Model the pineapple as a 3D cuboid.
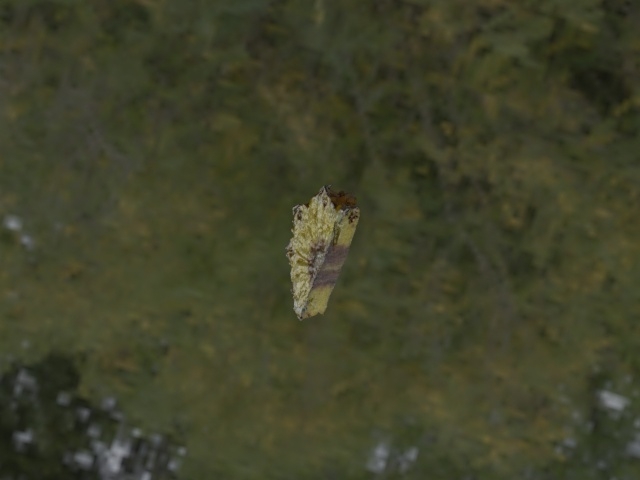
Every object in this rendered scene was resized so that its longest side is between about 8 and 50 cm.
[{"bbox_3d":[0.000,0.000,0.919,0.019,0.083,0.045,-4,-136,-25],"label":"pineapple"}]
